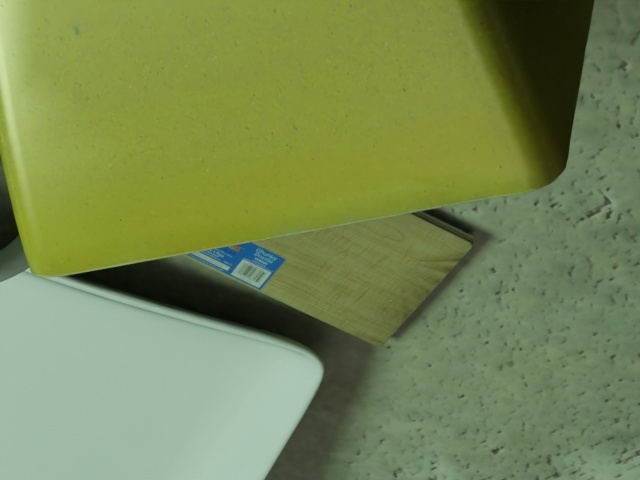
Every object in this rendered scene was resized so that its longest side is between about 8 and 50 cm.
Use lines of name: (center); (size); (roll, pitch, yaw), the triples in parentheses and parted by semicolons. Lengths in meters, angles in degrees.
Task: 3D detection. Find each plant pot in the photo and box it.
plant pot: (-0.022, -0.133, 0.771); (0.212, 0.212, 0.187); (-9, 119, 18)

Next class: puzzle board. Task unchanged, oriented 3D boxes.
puzzle board: (0.000, 0.000, 1.020); (0.128, 0.011, 0.096); (26, 134, -15)

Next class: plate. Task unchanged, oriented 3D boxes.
plate: (-0.173, 0.111, 1.103); (0.277, 0.045, 0.278); (19, 124, -14)

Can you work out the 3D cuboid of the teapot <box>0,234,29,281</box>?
teapot: (-0.240, -0.084, 0.867); (0.252, 0.187, 0.256); (29, 161, 6)
